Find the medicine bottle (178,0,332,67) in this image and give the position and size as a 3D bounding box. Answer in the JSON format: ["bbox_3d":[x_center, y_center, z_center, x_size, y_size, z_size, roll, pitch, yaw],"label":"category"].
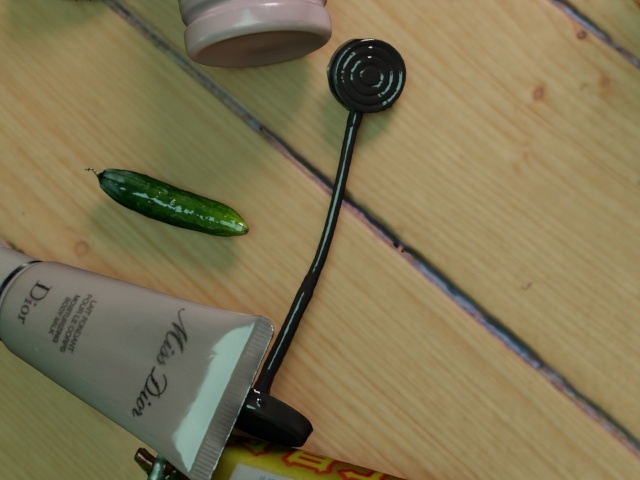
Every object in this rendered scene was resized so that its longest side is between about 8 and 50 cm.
[{"bbox_3d":[-0.070,-0.288,0.994,0.133,0.133,0.249,-8,86,13],"label":"medicine bottle"}]

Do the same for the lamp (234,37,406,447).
[{"bbox_3d":[0.004,0.006,0.976,0.130,0.108,0.371,27,92,-10],"label":"lamp"}]

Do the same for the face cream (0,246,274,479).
[{"bbox_3d":[-0.187,0.088,0.988,0.314,0.089,0.143,20,82,29],"label":"face cream"}]

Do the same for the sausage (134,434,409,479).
[{"bbox_3d":[-0.018,0.238,0.970,0.318,0.125,0.117,14,58,18],"label":"sausage"}]

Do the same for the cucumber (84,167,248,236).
[{"bbox_3d":[-0.142,-0.034,1.047,0.168,0.039,0.039,19,92,11],"label":"cucumber"}]
